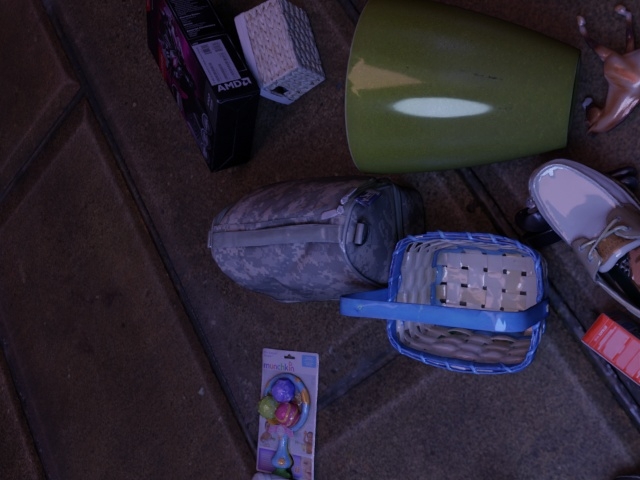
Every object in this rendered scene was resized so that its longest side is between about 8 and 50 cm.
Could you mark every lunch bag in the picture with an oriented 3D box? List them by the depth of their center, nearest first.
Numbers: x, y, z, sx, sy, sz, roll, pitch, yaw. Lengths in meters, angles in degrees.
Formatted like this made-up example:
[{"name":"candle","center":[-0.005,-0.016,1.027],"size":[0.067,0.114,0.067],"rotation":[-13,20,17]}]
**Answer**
[{"name":"lunch bag","center":[0.000,0.000,1.148],"size":[0.305,0.256,0.212],"rotation":[-3,86,35]}]

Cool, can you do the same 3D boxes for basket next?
[{"name":"basket","center":[0.201,0.087,0.979],"size":[0.255,0.289,0.201],"rotation":[5,91,35]},{"name":"basket","center":[-0.074,-0.359,1.306],"size":[0.103,0.113,0.167],"rotation":[-24,75,30]}]

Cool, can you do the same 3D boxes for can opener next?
[{"name":"can opener","center":[0.372,-0.057,1.017],"size":[0.186,0.073,0.059],"rotation":[-32,31,27]}]

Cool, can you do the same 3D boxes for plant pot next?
[{"name":"plant pot","center":[0.220,-0.217,1.022],"size":[0.293,0.275,0.275],"rotation":[9,93,21]}]

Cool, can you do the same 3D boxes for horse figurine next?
[{"name":"horse figurine","center":[0.468,-0.266,0.945],"size":[0.263,0.066,0.174],"rotation":[-18,72,36]}]

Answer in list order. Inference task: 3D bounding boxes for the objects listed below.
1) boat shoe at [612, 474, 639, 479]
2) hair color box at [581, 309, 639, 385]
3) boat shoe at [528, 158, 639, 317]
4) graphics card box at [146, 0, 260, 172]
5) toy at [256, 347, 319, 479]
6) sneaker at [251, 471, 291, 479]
[{"name":"boat shoe","center":[0.514,0.347,0.867],"size":[0.305,0.091,0.109],"rotation":[3,134,41]},{"name":"hair color box","center":[0.443,0.164,0.924],"size":[0.167,0.093,0.053],"rotation":[42,111,29]},{"name":"boat shoe","center":[0.397,0.004,0.921],"size":[0.302,0.103,0.113],"rotation":[46,115,14]},{"name":"graphics card box","center":[-0.242,-0.348,1.371],"size":[0.371,0.094,0.233],"rotation":[61,156,20]},{"name":"toy","center":[-0.075,0.329,1.308],"size":[0.137,0.056,0.237],"rotation":[-1,87,34]},{"name":"sneaker","center":[-0.103,0.514,1.312],"size":[0.080,0.094,0.212],"rotation":[-100,28,-43]}]
